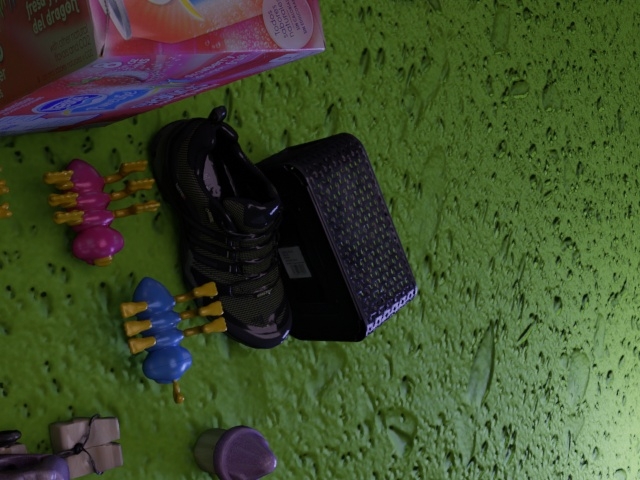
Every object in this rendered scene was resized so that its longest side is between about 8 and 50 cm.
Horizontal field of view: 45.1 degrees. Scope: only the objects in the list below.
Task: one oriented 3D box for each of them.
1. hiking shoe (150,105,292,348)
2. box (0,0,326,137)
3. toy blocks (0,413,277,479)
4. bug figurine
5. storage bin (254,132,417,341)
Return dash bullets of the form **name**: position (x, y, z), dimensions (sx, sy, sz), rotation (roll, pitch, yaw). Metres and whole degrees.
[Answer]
- **hiking shoe**: position (-0.076, -0.002, 0.679), dimensions (0.086, 0.114, 0.226), rotation (-30, 103, -29)
- **box**: position (-0.158, -0.157, 0.503), dimensions (0.154, 0.300, 0.142), rotation (-15, 97, -40)
- **toy blocks**: position (-0.082, 0.284, 0.552), dimensions (0.289, 0.260, 0.308), rotation (-5, 89, -41)
- **bug figurine**: position (-0.217, 0.039, 0.583), dimensions (0.279, 0.072, 0.216), rotation (-7, 83, -38)
- **storage bin**: position (0.000, 0.000, 0.745), dimensions (0.084, 0.122, 0.180), rotation (-32, 107, -39)
